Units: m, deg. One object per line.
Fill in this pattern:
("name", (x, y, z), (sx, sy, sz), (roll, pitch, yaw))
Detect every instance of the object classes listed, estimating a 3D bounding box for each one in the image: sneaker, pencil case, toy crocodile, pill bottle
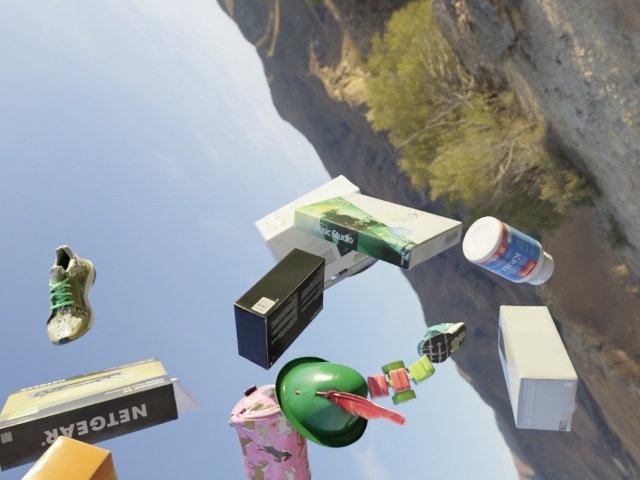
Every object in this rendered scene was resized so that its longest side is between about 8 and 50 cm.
("sneaker", (0.410, 0.354, 1.751), (0.275, 0.110, 0.106), (-10, -78, -49))
("pencil case", (-0.116, 0.563, 1.263), (0.160, 0.167, 0.385), (-31, -63, -56))
("toy crocodile", (0.147, 0.402, 1.358), (0.105, 0.341, 0.115), (77, 176, -67))
("pill bottle", (0.487, 0.035, 1.279), (0.222, 0.124, 0.124), (23, -151, -22))
("sneaker", (-0.888, 0.177, 1.717), (0.410, 0.158, 0.182), (-115, 8, -45))

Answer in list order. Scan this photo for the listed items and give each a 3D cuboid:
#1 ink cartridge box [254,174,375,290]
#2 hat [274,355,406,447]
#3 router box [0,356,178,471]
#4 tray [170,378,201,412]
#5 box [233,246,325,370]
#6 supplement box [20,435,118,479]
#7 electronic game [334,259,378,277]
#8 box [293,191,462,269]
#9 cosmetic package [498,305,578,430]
("ink cartridge box", (0.000, 0.000, 1.533), (0.130, 0.310, 0.271), (48, 164, 54))
("hat", (0.046, 0.227, 0.829), (0.209, 0.183, 0.173), (38, -143, 14))
("router box", (-0.471, 0.338, 1.028), (0.243, 0.309, 0.080), (1, 100, 64))
("tray", (-0.484, 0.446, 1.401), (0.030, 0.271, 0.145), (-91, -17, -51))
("box", (-0.096, 0.167, 1.267), (0.261, 0.103, 0.184), (-43, -37, -44))
("supplement box", (-0.296, 0.355, 0.627), (0.078, 0.080, 0.233), (-61, -23, -55))
("electronic game", (0.129, 0.056, 1.740), (0.048, 0.229, 0.229), (61, -169, 28))
("box", (0.130, -0.035, 1.162), (0.232, 0.322, 0.058), (-21, -59, -47))
("cosmetic package", (0.415, 0.240, 0.974), (0.238, 0.107, 0.127), (-60, -33, -64))
